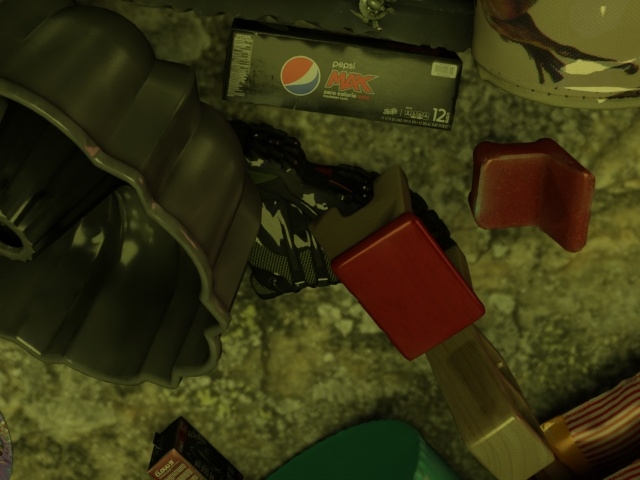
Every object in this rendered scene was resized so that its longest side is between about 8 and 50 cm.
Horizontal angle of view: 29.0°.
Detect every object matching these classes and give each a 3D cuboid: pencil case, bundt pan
[{"bbox_3d":[0.193,-0.284,0.695,0.183,0.160,0.410,-5,117,-17],"label":"pencil case"},{"bbox_3d":[-0.182,-0.049,0.821,0.330,0.124,0.331,20,148,13],"label":"bundt pan"}]

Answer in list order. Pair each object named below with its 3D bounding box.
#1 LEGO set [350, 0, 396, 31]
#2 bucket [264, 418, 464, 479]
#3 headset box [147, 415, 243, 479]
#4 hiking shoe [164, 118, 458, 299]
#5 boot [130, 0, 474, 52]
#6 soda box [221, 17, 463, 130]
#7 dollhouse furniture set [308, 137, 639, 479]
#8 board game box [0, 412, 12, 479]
[{"bbox_3d":[0.034,-0.169,0.777,0.054,0.023,0.083,-27,119,2],"label":"LEGO set"},{"bbox_3d":[0.029,0.278,0.914,0.281,0.281,0.183,-35,102,9],"label":"bucket"},{"bbox_3d":[-0.102,0.184,0.987,0.032,0.062,0.083,-43,103,10],"label":"headset box"},{"bbox_3d":[0.000,0.000,0.936,0.227,0.086,0.114,28,120,-5],"label":"hiking shoe"},{"bbox_3d":[-0.008,-0.367,0.763,0.367,0.146,0.445,5,115,-15],"label":"boot"},{"bbox_3d":[0.015,-0.121,0.900,0.169,0.060,0.053,8,107,-4],"label":"soda box"},{"bbox_3d":[0.185,0.091,0.865,0.201,0.152,0.374,-34,122,9],"label":"dollhouse furniture set"},{"bbox_3d":[-0.337,0.179,0.998,0.168,0.033,0.133,21,105,-6],"label":"board game box"}]
